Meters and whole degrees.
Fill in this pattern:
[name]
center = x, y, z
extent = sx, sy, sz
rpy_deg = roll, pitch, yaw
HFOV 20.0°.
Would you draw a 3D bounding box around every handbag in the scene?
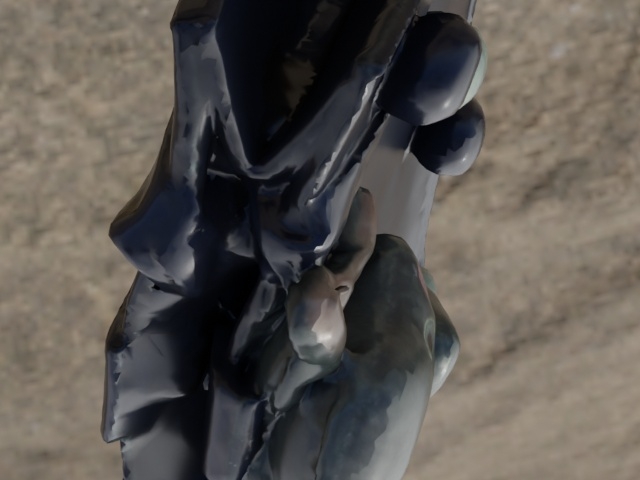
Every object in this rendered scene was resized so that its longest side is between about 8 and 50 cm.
[handbag]
center = 0.000, 0.000, 0.653
extent = 0.118, 0.269, 0.326
rpy_deg = 15, 137, 6
